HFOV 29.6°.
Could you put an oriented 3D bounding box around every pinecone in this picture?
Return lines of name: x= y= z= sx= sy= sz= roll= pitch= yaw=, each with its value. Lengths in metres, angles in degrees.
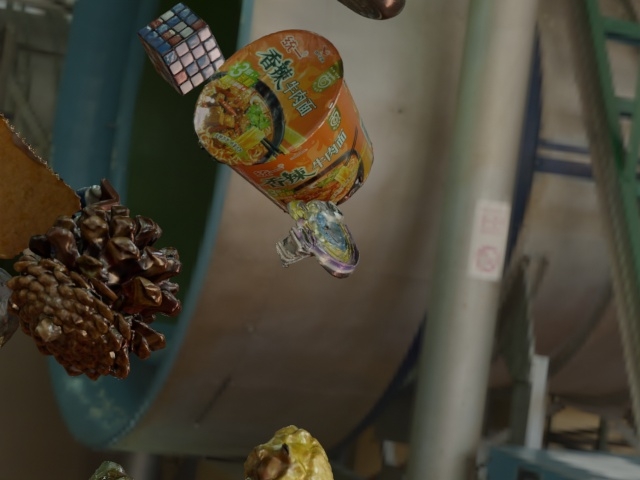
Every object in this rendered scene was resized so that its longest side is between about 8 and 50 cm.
pinecone: x=-0.320 y=0.061 z=1.793 sx=0.264 sy=0.264 sz=0.264 roll=8 pitch=0 yaw=0

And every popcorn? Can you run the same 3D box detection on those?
popcorn: x=-0.052 y=0.375 z=1.881 sx=0.148 sy=0.167 sz=0.152 roll=-28 pitch=-35 yaw=18

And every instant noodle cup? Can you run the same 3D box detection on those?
instant noodle cup: x=-0.038 y=-0.154 z=1.712 sx=0.230 sy=0.230 sz=0.182 roll=8 pitch=-26 yaw=32

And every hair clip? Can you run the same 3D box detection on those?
hair clip: x=0.000 y=0.000 z=1.589 sx=0.049 sy=0.116 sz=0.172 roll=-29 pitch=-9 yaw=27

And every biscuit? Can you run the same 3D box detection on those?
biscuit: x=-0.525 y=-0.089 z=1.951 sx=0.237 sy=0.232 sz=0.013 roll=-30 pitch=20 yaw=33

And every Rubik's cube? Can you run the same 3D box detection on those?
Rubik's cube: x=-0.221 y=-0.306 z=1.938 sx=0.092 sy=0.092 sz=0.092 roll=44 pitch=-14 yaw=41

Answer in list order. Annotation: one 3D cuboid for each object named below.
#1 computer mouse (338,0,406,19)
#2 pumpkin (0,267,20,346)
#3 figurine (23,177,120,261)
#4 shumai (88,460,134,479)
computer mouse: x=0.018 y=-0.525 z=2.109 sx=0.374 sy=0.114 sz=0.203 roll=36 pitch=-8 yaw=-39
pumpkin: x=-0.676 y=0.153 z=2.330 sx=0.163 sy=0.233 sz=0.233 roll=38 pitch=0 yaw=0
figurine: x=-0.467 y=-0.020 z=2.093 sx=0.338 sy=0.205 sz=0.283 roll=34 pitch=-38 yaw=-24
shumai: x=-0.409 y=0.521 z=2.072 sx=0.271 sy=0.222 sz=0.204 roll=-30 pitch=18 yaw=7
